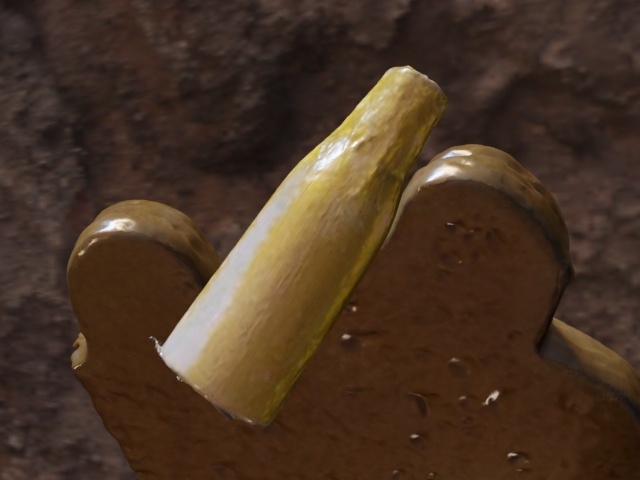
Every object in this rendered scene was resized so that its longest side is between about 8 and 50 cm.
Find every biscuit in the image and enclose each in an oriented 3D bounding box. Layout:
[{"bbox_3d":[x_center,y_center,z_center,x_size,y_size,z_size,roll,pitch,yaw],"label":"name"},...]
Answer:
[{"bbox_3d":[0.018,0.085,1.430,0.368,0.394,0.076,61,-157,-29],"label":"biscuit"}]

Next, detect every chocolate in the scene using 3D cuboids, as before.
[{"bbox_3d":[0.000,0.000,1.085,0.085,0.085,0.219,34,-85,-25],"label":"chocolate"}]
